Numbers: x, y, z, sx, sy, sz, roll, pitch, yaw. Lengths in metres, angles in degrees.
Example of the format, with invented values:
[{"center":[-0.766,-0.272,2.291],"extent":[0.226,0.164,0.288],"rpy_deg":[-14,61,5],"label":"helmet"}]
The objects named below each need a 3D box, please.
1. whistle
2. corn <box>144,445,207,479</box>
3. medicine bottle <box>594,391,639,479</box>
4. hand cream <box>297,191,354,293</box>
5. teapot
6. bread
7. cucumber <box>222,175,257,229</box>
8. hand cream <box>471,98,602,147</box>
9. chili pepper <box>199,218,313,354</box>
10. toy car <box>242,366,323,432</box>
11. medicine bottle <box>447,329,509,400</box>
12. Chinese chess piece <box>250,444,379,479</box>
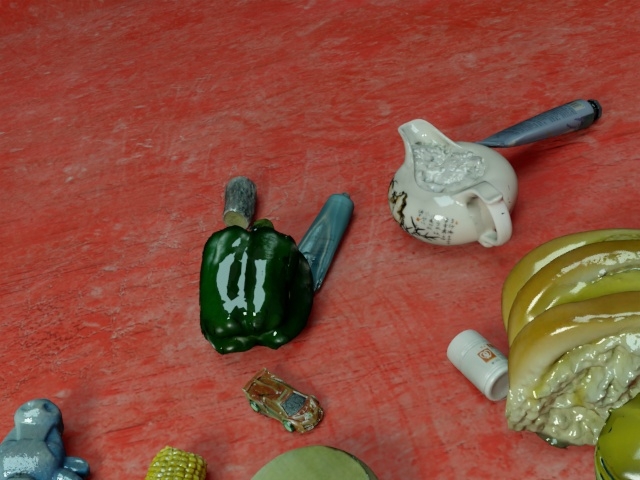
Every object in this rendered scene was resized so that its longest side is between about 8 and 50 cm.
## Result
[{"center":[-0.401,0.328,1.030],"extent":[0.180,0.093,0.269],"rpy_deg":[5,40,-12],"label":"whistle"},{"center":[-0.197,0.365,0.918],"extent":[0.081,0.081,0.248],"rpy_deg":[-5,41,15],"label":"corn"},{"center":[0.324,0.253,0.726],"extent":[0.124,0.239,0.124],"rpy_deg":[-12,37,9],"label":"medicine bottle"},{"center":[0.000,0.000,1.296],"extent":[0.083,0.048,0.224],"rpy_deg":[7,51,28],"label":"hand cream"},{"center":[0.222,-0.081,1.218],"extent":[0.208,0.166,0.299],"rpy_deg":[-17,28,-16],"label":"teapot"},{"center":[0.374,0.098,0.896],"extent":[0.316,0.211,0.270],"rpy_deg":[4,44,14],"label":"bread"},{"center":[-0.150,-0.067,1.415],"extent":[0.064,0.064,0.112],"rpy_deg":[-11,43,8],"label":"cucumber"},{"center":[0.383,-0.200,1.327],"extent":[0.256,0.055,0.088],"rpy_deg":[-18,16,-22],"label":"hand cream"},{"center":[-0.108,0.048,1.179],"extent":[0.174,0.165,0.261],"rpy_deg":[-12,51,19],"label":"chili pepper"},{"center":[-0.051,0.225,1.058],"extent":[0.122,0.035,0.059],"rpy_deg":[20,49,39],"label":"toy car"},{"center":[0.216,0.165,1.007],"extent":[0.057,0.057,0.089],"rpy_deg":[-30,41,-14],"label":"medicine bottle"},{"center":[-0.009,0.334,0.886],"extent":[0.188,0.083,0.188],"rpy_deg":[-12,42,11],"label":"Chinese chess piece"}]
